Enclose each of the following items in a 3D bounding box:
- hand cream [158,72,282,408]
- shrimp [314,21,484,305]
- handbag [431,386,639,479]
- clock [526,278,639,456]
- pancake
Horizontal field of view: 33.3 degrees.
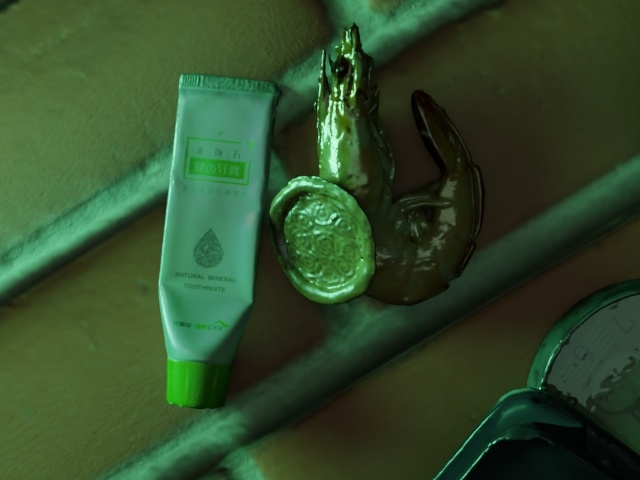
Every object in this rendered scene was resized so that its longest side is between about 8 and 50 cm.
[{"bbox_3d":[-0.088,0.000,0.894,0.079,0.050,0.275,6,89,-25],"label":"hand cream"},{"bbox_3d":[0.062,-0.062,0.873,0.133,0.053,0.236,-11,97,8],"label":"shrimp"},{"bbox_3d":[0.167,0.307,0.843,0.269,0.118,0.326,37,107,1],"label":"handbag"},{"bbox_3d":[0.279,0.138,0.879,0.215,0.042,0.215,0,93,2],"label":"clock"},{"bbox_3d":[0.001,0.000,0.870,0.115,0.011,0.115,13,112,35],"label":"pancake"}]
